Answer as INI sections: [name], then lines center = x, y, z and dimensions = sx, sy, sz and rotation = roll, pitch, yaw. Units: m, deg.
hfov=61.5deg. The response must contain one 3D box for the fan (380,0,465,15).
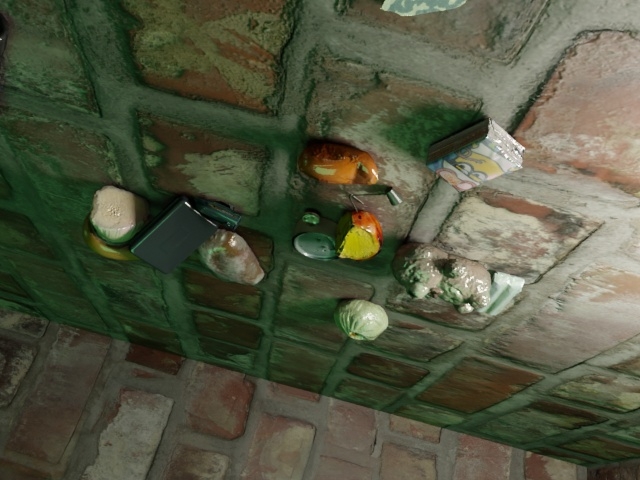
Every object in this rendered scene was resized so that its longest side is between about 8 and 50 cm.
[fan]
center = 0.180, -0.397, 0.774
dimensions = 0.131, 0.009, 0.240
rotation = 28, 148, -23

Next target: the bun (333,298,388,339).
[bun]
center = 0.140, 0.289, 1.889
dimensions = 0.195, 0.118, 0.195
rotation = 9, 152, 5

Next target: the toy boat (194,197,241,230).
[toy boat]
center = -0.290, -0.082, 1.505
dimensions = 0.141, 0.060, 0.055
rotation = 25, 150, -4

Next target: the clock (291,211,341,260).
[clock]
center = 0.000, 0.000, 1.504
dimensions = 0.156, 0.063, 0.229
rotation = 4, 151, 20

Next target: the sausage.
[sausage]
center = 0.040, -0.168, 1.179
dimensions = 0.179, 0.089, 0.089
rotation = 11, 151, 1

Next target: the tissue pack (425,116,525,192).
[tissue pack]
center = 0.304, -0.164, 1.066
dimensions = 0.115, 0.065, 0.155
rotation = 32, 146, -27

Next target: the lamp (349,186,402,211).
[lamp]
center = 0.132, -0.104, 1.291
dimensions = 0.121, 0.041, 0.054
rotation = -12, 133, 36

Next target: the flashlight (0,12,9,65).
[flashlight]
center = -0.760, -0.360, 1.198
dimensions = 0.103, 0.103, 0.424
rotation = 29, 148, -23

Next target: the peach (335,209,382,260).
[peach]
center = 0.094, -0.022, 1.385
dimensions = 0.127, 0.092, 0.172
rotation = -4, 141, 9

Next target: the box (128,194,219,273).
[box]
center = -0.426, -0.016, 1.562
dimensions = 0.230, 0.050, 0.160
rotation = -41, 130, 9

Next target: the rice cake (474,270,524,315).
[rice cake]
center = 0.510, 0.157, 1.557
dimensions = 0.085, 0.040, 0.226
rotation = 12, 151, 4

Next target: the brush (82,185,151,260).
[brush]
center = -0.566, -0.039, 1.613
dimensions = 0.267, 0.174, 0.166
rotation = 20, 142, -25

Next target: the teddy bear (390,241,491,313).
[teddy bear]
center = 0.320, 0.095, 1.429
dimensions = 0.267, 0.151, 0.236
rotation = 15, 158, -10

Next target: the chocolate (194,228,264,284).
[chocolate]
center = -0.307, 0.066, 1.739
dimensions = 0.185, 0.100, 0.303
rotation = 2, 152, 16
